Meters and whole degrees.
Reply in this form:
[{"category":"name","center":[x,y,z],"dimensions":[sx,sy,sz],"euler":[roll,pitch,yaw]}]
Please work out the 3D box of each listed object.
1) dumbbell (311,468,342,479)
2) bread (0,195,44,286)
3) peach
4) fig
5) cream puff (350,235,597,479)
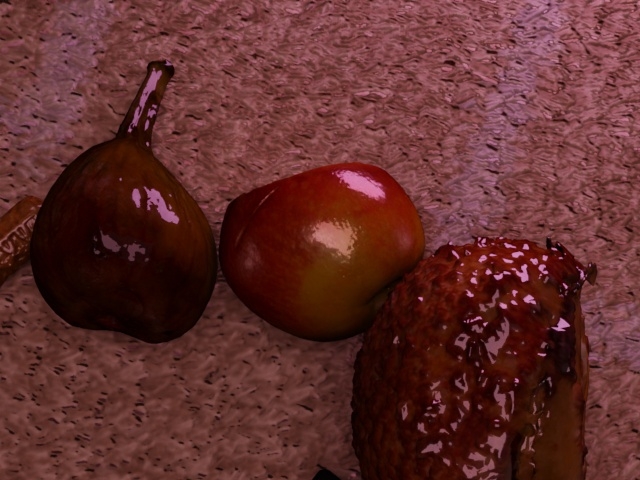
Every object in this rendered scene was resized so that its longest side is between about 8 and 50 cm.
[{"category":"dumbbell","center":[-0.018,0.328,1.553],"dimensions":[0.100,0.100,0.191],"euler":[39,82,0]},{"category":"bread","center":[-0.328,0.019,1.586],"dimensions":[0.157,0.044,0.052],"euler":[-45,95,-8]},{"category":"peach","center":[0.000,0.000,1.555],"dimensions":[0.192,0.190,0.190],"euler":[38,82,13]},{"category":"fig","center":[-0.195,-0.031,1.577],"dimensions":[0.190,0.191,0.290],"euler":[-2,44,-6]},{"category":"cream puff","center":[0.143,0.158,1.488],"dimensions":[0.228,0.350,0.351],"euler":[1,83,11]}]
